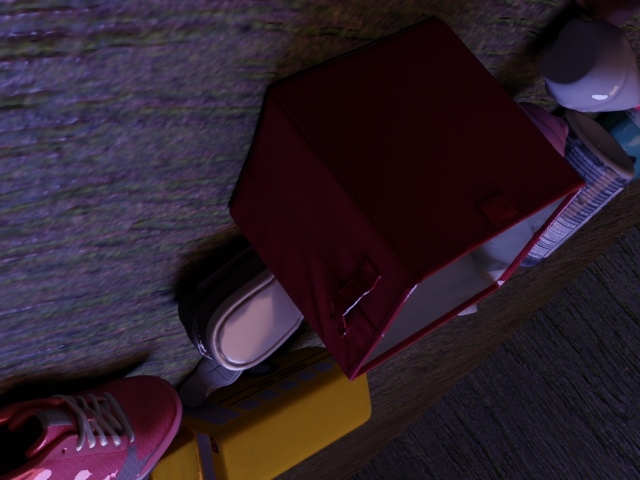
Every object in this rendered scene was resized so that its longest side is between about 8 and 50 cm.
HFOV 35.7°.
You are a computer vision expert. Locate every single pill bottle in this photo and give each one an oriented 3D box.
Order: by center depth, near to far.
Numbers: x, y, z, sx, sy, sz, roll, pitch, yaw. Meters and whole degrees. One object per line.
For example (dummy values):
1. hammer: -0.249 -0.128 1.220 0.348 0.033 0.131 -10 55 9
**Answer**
1. pill bottle: 0.297 -0.053 1.364 0.246 0.130 0.130 -47 161 29

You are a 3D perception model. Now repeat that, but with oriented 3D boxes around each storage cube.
1. storage cube: 0.062 -0.035 0.832 0.215 0.193 0.184 -27 160 -28

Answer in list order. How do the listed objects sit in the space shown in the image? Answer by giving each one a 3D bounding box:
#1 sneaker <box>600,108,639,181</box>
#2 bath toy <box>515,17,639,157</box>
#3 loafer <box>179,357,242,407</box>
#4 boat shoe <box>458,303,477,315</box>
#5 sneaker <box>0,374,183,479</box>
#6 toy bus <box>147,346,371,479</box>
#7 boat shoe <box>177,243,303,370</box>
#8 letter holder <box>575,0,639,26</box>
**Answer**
1. sneaker: 0.493 -0.148 1.566 0.121 0.108 0.302 -43 154 19
2. bath toy: 0.219 -0.090 1.099 0.129 0.151 0.348 22 120 -35
3. loafer: -0.129 0.162 1.229 0.125 0.045 0.039 -41 -179 35
4. boat shoe: 0.141 0.068 1.433 0.109 0.091 0.305 -4 178 29
5. sneaker: -0.247 0.199 0.954 0.313 0.116 0.136 -21 155 -42
6. toy bus: -0.091 0.246 1.299 0.130 0.108 0.332 8 -159 44
7. boat shoe: 0.000 0.000 1.010 0.335 0.095 0.112 -35 127 -19
8. letter holder: 0.376 -0.256 0.965 0.214 0.152 0.302 -41 163 18
